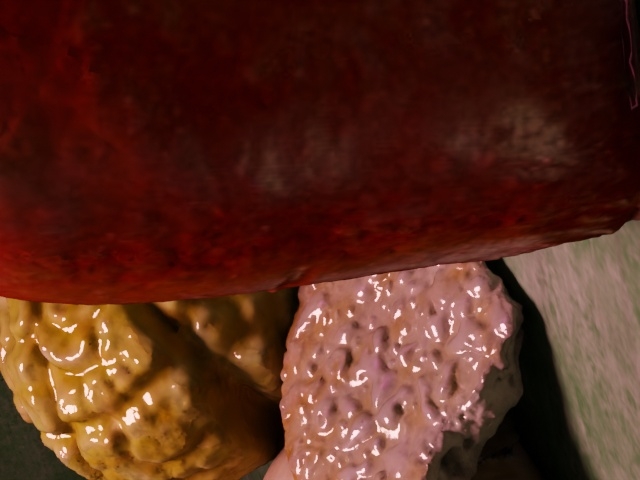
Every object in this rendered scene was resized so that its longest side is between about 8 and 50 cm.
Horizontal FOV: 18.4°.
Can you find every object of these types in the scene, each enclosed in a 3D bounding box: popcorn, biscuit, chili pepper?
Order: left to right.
[{"bbox_3d":[-0.090,0.045,1.343,0.224,0.258,0.270,13,112,33],"label":"popcorn"},{"bbox_3d":[-0.020,-0.101,0.882,0.229,0.305,0.251,-121,25,-75],"label":"chili pepper"},{"bbox_3d":[0.050,0.074,1.178,0.040,0.188,0.265,25,-126,-42],"label":"biscuit"}]

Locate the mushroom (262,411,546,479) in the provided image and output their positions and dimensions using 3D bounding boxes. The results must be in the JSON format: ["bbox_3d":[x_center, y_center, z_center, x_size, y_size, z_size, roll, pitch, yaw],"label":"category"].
[{"bbox_3d":[0.060,0.210,1.261,0.255,0.184,0.254,-33,48,47],"label":"mushroom"}]
